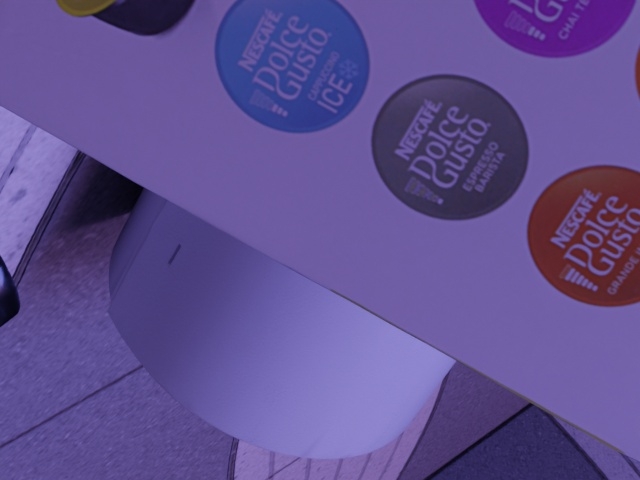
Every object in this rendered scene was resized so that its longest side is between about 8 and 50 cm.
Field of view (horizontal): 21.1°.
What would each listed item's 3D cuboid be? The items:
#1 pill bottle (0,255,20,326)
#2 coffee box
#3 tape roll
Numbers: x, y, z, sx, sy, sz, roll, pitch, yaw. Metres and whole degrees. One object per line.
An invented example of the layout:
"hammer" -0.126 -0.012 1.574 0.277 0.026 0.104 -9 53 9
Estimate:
"pill bottle" -0.273 0.062 0.901 0.219 0.123 0.123 -37 161 -23
"coffee box" 0.103 -0.180 0.644 0.337 0.334 0.338 -60 -178 28
"tape roll" 0.000 0.000 1.149 0.246 0.246 0.169 -23 153 -48
